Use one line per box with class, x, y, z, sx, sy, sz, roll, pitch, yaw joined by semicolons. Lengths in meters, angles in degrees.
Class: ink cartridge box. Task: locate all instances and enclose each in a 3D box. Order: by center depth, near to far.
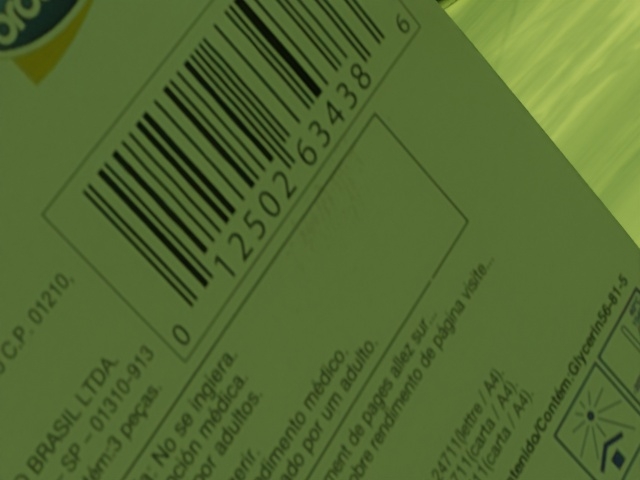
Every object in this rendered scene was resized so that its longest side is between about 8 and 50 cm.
ink cartridge box;-0.090;0.031;0.407;0.151;0.395;0.270;-14;34;49
